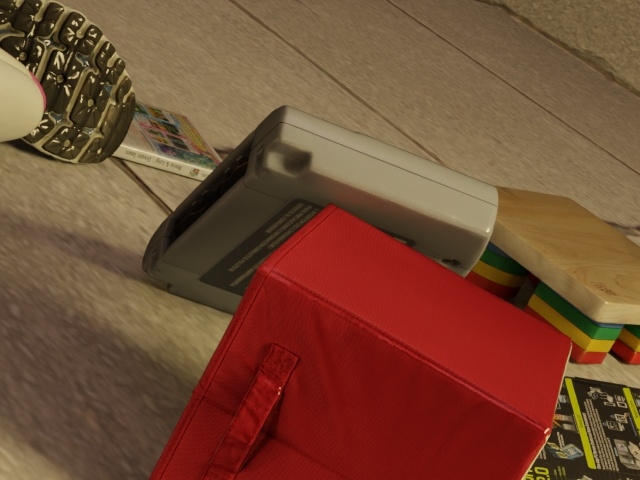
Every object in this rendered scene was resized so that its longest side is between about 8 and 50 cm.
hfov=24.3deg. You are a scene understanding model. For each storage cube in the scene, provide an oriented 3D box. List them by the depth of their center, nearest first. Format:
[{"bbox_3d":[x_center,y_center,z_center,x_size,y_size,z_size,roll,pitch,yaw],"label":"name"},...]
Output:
[{"bbox_3d":[0.028,0.115,0.945,0.193,0.183,0.215,29,18,5],"label":"storage cube"}]

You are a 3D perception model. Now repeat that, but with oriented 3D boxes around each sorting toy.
[{"bbox_3d":[0.272,0.041,1.630,0.257,0.089,0.255,6,27,-47],"label":"sorting toy"}]

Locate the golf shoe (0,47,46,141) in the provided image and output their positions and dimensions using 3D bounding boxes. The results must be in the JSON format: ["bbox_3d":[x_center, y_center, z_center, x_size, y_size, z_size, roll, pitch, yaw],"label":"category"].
[{"bbox_3d":[-0.353,-0.106,1.193,0.306,0.115,0.140,7,41,-40],"label":"golf shoe"}]

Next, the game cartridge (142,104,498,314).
[{"bbox_3d":[0.000,0.000,1.133,0.198,0.297,0.062,17,65,-20],"label":"game cartridge"}]

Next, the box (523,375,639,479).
[{"bbox_3d":[0.226,0.185,1.130,0.216,0.060,0.270,8,18,0],"label":"box"}]

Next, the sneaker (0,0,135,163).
[{"bbox_3d":[-0.316,-0.189,1.378,0.330,0.129,0.147,36,-8,-23],"label":"sneaker"}]

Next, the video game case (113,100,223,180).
[{"bbox_3d":[-0.179,-0.111,1.551,0.143,0.019,0.157,15,20,-31],"label":"video game case"}]
